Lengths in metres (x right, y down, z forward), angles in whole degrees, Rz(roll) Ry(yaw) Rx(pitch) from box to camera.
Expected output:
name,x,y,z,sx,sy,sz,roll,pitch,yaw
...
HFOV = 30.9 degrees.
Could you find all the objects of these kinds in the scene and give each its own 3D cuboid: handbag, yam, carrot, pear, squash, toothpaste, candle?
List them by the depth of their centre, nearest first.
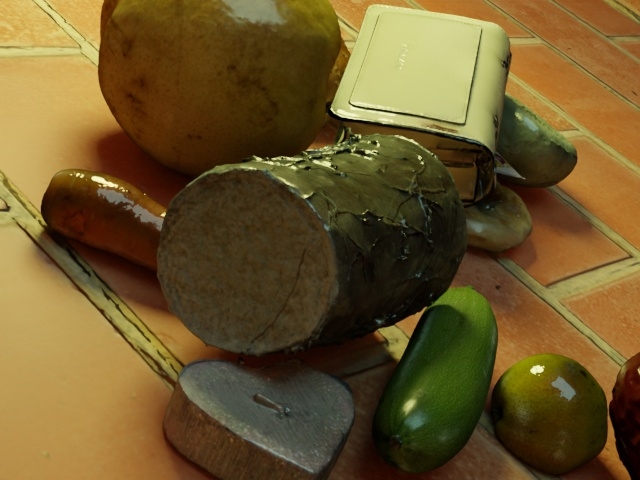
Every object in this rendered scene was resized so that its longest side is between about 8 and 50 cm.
name,x,y,z,sx,sy,sz,roll,pitch,yaw
candle,-0.045,0.184,1.103,0.192,0.068,0.168,6,31,-30
yam,0.000,0.000,1.252,0.241,0.241,0.348,38,24,19
squash,0.135,0.146,1.272,0.107,0.107,0.395,29,25,4
carrot,-0.211,-0.018,1.281,0.193,0.087,0.087,22,29,-5
pear,0.269,0.189,1.323,0.141,0.104,0.141,16,30,-10
pear,-0.130,-0.225,1.472,0.314,0.314,0.314,20,29,-12
handbag,0.154,-0.199,1.709,0.236,0.160,0.359,6,37,10
toothpaste,0.228,-0.153,1.830,0.056,0.058,0.314,62,-3,-25

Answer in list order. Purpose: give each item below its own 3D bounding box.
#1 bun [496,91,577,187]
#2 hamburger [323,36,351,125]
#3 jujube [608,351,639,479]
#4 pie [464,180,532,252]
name,x,y,z,sx,sy,sz,roll,pitch,yaw
bun,0.325,-0.154,1.896,0.195,0.118,0.195,38,13,-10
hamburger,-0.059,-0.291,1.802,0.243,0.146,0.286,36,28,3
jujube,0.445,0.243,1.289,0.197,0.197,0.290,-12,63,-49
pie,0.231,-0.056,1.738,0.185,0.052,0.218,10,30,-30
